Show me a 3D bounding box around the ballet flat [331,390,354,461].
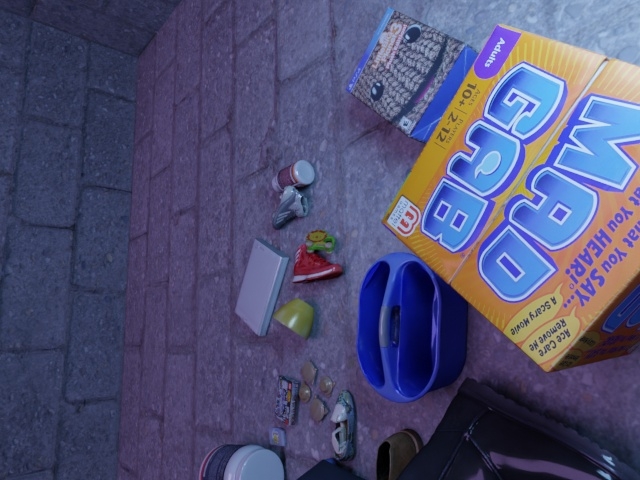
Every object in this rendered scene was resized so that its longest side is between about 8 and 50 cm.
[{"bbox_3d":[0.060,0.522,1.244,0.070,0.070,0.188,-19,70,47],"label":"ballet flat"}]

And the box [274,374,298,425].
[{"bbox_3d":[-0.112,0.526,1.464,0.094,0.027,0.136,1,85,55],"label":"box"}]

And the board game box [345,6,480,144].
[{"bbox_3d":[0.239,-0.409,1.119,0.291,0.141,0.232,51,121,40],"label":"board game box"}]

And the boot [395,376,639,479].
[{"bbox_3d":[0.276,0.506,0.765,0.445,0.146,0.367,-47,27,-16],"label":"boot"}]

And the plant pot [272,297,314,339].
[{"bbox_3d":[-0.073,0.240,1.409,0.134,0.134,0.095,19,71,49],"label":"plant pot"}]

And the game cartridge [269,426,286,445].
[{"bbox_3d":[-0.147,0.663,1.500,0.083,0.017,0.055,-22,65,45],"label":"game cartridge"}]

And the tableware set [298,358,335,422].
[{"bbox_3d":[-0.020,0.466,1.379,0.169,0.020,0.141,31,107,49],"label":"tableware set"}]

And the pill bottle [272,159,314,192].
[{"bbox_3d":[-0.098,-0.214,1.523,0.152,0.086,0.086,-15,73,47],"label":"pill bottle"}]

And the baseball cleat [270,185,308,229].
[{"bbox_3d":[-0.106,-0.092,1.525,0.110,0.072,0.205,32,139,9],"label":"baseball cleat"}]

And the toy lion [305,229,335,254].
[{"bbox_3d":[0.000,0.000,1.390,0.100,0.096,0.034,4,128,17],"label":"toy lion"}]

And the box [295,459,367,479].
[{"bbox_3d":[-0.016,0.764,1.091,0.183,0.296,0.293,10,92,30],"label":"box"}]

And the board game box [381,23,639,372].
[{"bbox_3d":[0.400,-0.059,0.712,0.356,0.356,0.356,48,119,41],"label":"board game box"}]

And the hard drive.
[{"bbox_3d":[-0.225,0.169,1.647,0.203,0.040,0.307,30,108,47],"label":"hard drive"}]

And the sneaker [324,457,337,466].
[{"bbox_3d":[-0.032,0.729,1.297,0.081,0.091,0.232,51,122,40],"label":"sneaker"}]

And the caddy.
[{"bbox_3d":[0.200,0.200,1.044,0.241,0.179,0.341,-3,82,48],"label":"caddy"}]

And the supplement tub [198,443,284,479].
[{"bbox_3d":[-0.268,0.789,1.486,0.272,0.191,0.191,-26,65,45],"label":"supplement tub"}]

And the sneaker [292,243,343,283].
[{"bbox_3d":[-0.020,0.063,1.390,0.221,0.087,0.127,-16,75,46],"label":"sneaker"}]

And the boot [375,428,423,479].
[{"bbox_3d":[0.173,0.618,1.062,0.112,0.115,0.305,-2,84,47],"label":"boot"}]
